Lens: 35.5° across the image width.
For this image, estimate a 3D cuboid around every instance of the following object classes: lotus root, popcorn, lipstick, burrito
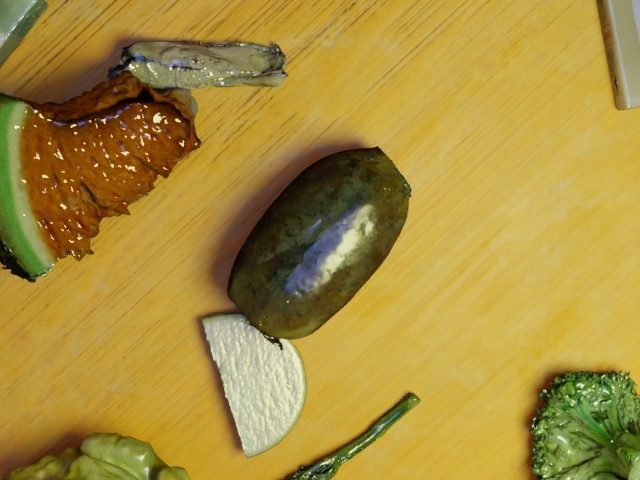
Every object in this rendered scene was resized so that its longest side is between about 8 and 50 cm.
[{"bbox_3d":[0.000,0.000,1.243,0.160,0.152,0.275,40,87,15],"label":"lotus root"},{"bbox_3d":[-0.301,0.385,1.200,0.335,0.279,0.274,-14,136,-3],"label":"popcorn"},{"bbox_3d":[-0.467,-0.194,1.246,0.068,0.066,0.317,39,92,-6],"label":"lipstick"},{"bbox_3d":[-0.155,-0.221,1.266,0.229,0.058,0.063,0,100,0],"label":"burrito"}]

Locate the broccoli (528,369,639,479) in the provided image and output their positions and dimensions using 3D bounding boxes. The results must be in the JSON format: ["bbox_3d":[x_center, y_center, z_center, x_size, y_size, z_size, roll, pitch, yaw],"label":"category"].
[{"bbox_3d":[0.359,0.267,1.263,0.194,0.194,0.219,33,87,-5],"label":"broccoli"}]

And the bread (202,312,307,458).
[{"bbox_3d":[-0.076,0.177,1.314,0.112,0.036,0.193,-19,92,-6],"label":"bread"}]

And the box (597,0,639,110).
[{"bbox_3d":[0.547,-0.304,1.291,0.365,0.051,0.204,-12,96,-2],"label":"box"}]

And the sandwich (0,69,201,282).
[{"bbox_3d":[-0.291,-0.117,1.225,0.301,0.162,0.250,-22,131,-17],"label":"sandwich"}]

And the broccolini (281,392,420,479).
[{"bbox_3d":[0.037,0.282,1.323,0.239,0.054,0.051,-36,81,-2],"label":"broccolini"}]
